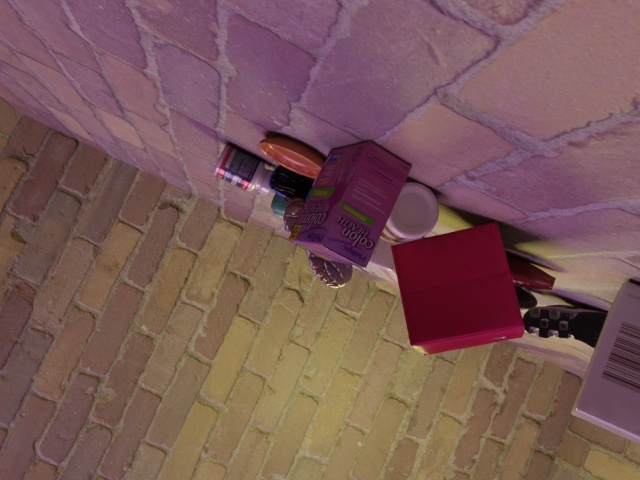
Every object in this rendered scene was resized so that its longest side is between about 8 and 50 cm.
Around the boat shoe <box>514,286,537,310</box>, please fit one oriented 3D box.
[{"bbox_3d":[0.591,0.164,1.875,0.103,0.118,0.320,11,170,39],"label":"boat shoe"}]

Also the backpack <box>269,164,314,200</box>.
[{"bbox_3d":[-0.095,-0.168,1.770,0.120,0.098,0.101,25,177,-12],"label":"backpack"}]

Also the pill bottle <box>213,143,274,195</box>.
[{"bbox_3d":[-0.234,-0.215,1.846,0.180,0.108,0.108,25,173,-9],"label":"pill bottle"}]

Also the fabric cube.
[{"bbox_3d":[0.342,0.131,1.465,0.258,0.259,0.254,-13,162,12],"label":"fabric cube"}]

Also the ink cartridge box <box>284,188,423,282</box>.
[{"bbox_3d":[0.124,-0.007,1.936,0.394,0.166,0.285,21,172,25],"label":"ink cartridge box"}]

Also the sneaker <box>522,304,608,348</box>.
[{"bbox_3d":[0.813,0.257,1.852,0.330,0.123,0.146,12,-167,24],"label":"sneaker"}]

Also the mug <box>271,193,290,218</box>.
[{"bbox_3d":[-0.105,-0.119,2.162,0.157,0.097,0.129,29,172,-28],"label":"mug"}]

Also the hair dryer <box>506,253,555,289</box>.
[{"bbox_3d":[0.521,0.118,1.670,0.223,0.080,0.293,43,147,-26],"label":"hair dryer"}]

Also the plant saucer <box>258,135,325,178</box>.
[{"bbox_3d":[-0.064,-0.218,1.534,0.199,0.037,0.200,23,172,3],"label":"plant saucer"}]

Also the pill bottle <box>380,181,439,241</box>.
[{"bbox_3d":[0.191,-0.061,1.440,0.131,0.131,0.229,25,173,-6],"label":"pill bottle"}]

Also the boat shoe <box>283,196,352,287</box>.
[{"bbox_3d":[0.000,0.000,1.752,0.324,0.123,0.116,61,-170,-29],"label":"boat shoe"}]

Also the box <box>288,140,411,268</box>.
[{"bbox_3d":[0.058,-0.079,1.309,0.117,0.243,0.213,27,173,-21],"label":"box"}]

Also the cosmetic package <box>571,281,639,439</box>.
[{"bbox_3d":[0.830,0.337,1.432,0.327,0.330,0.393,21,173,25],"label":"cosmetic package"}]
